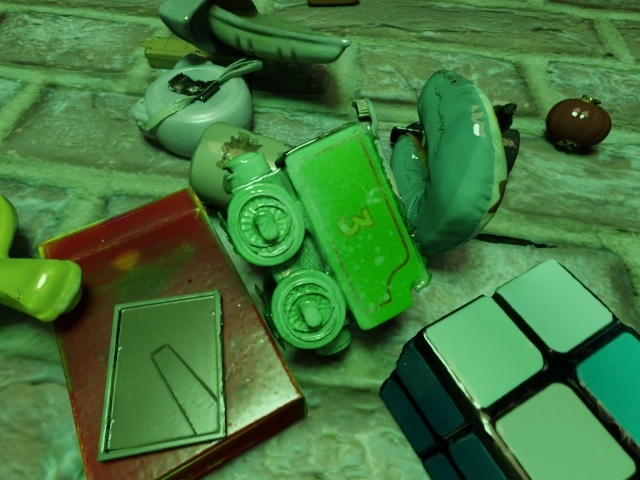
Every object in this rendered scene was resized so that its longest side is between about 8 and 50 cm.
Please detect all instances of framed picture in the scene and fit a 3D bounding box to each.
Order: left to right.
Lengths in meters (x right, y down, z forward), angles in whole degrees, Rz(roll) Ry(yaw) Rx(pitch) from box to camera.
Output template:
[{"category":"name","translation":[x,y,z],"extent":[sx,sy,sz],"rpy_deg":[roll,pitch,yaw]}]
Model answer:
[{"category":"framed picture","translation":[-0.148,0.120,0.397],"extent":[0.109,0.011,0.149],"rpy_deg":[-8,56,-5]}]

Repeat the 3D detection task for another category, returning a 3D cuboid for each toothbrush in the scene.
[{"category":"toothbrush","translation":[0.088,-0.142,0.644],"extent":[0.037,0.028,0.375],"rpy_deg":[-5,41,0]}]

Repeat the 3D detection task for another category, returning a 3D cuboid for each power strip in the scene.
[{"category":"power strip","translation":[-0.207,-0.369,0.832],"extent":[0.306,0.044,0.064],"rpy_deg":[5,54,3]}]

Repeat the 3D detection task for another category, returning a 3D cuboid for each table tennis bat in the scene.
[{"category":"table tennis bat","translation":[-0.410,0.037,0.471],"extent":[0.369,0.054,0.224],"rpy_deg":[6,62,25]}]

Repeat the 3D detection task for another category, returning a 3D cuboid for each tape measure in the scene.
[{"category":"tape measure","translation":[-0.200,-0.231,0.695],"extent":[0.179,0.105,0.196],"rpy_deg":[18,55,10]}]

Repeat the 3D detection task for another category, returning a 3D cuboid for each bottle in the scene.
[{"category":"bottle","translation":[-0.044,-0.074,0.580],"extent":[0.253,0.120,0.120],"rpy_deg":[18,56,3]}]

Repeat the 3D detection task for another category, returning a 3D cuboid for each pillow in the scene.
[{"category":"pillow","translation":[0.147,-0.092,0.530],"extent":[0.086,0.233,0.214],"rpy_deg":[-7,64,-11]}]

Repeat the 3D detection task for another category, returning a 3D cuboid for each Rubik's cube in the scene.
[{"category":"Rubik's cube","translation":[0.184,0.151,0.393],"extent":[0.180,0.183,0.167],"rpy_deg":[-22,60,-20]}]

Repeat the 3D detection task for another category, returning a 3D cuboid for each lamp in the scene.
[{"category":"lamp","translation":[0.440,-0.201,0.709],"extent":[0.101,0.090,0.101],"rpy_deg":[17,24,-8]}]

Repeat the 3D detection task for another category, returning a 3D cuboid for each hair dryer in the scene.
[{"category":"hair dryer","translation":[0.203,-0.158,0.591],"extent":[0.196,0.248,0.077],"rpy_deg":[11,90,5]}]

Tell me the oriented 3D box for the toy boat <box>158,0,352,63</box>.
[{"category":"toy boat","translation":[-0.103,-0.368,0.733],"extent":[0.294,0.111,0.276],"rpy_deg":[13,31,-7]}]

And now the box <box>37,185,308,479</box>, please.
[{"category":"box","translation":[-0.175,0.099,0.471],"extent":[0.198,0.089,0.313],"rpy_deg":[-26,60,-15]}]

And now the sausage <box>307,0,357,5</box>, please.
[{"category":"sausage","translation":[0.032,-0.589,0.996],"extent":[0.131,0.041,0.039],"rpy_deg":[-5,33,-6]}]

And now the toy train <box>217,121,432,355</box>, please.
[{"category":"toy train","translation":[0.000,0.000,0.468],"extent":[0.188,0.132,0.243],"rpy_deg":[-25,100,-8]}]
